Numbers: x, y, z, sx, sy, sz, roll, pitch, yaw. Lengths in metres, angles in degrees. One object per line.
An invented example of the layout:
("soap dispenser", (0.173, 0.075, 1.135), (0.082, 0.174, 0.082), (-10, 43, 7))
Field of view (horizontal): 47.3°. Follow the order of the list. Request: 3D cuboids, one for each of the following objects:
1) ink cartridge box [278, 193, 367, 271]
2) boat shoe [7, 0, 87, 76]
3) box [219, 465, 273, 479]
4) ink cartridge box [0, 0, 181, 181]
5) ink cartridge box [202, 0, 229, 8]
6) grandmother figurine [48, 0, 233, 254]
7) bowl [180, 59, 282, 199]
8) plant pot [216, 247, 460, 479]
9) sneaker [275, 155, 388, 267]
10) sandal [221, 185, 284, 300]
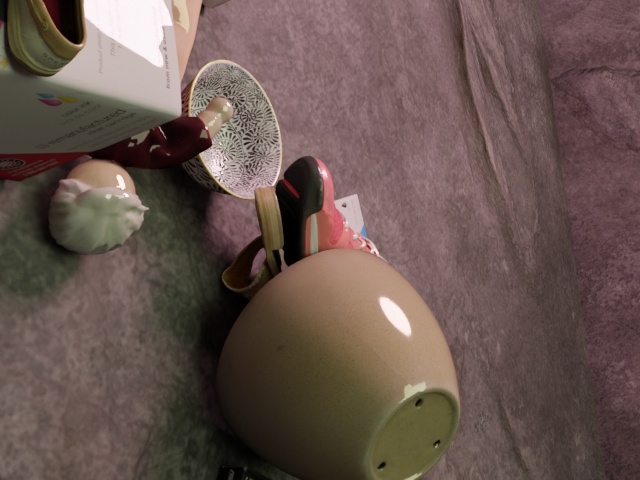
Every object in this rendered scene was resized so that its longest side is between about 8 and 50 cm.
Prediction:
("ink cartridge box", (0.000, 0.000, 1.065), (0.180, 0.060, 0.104), (-22, 100, -57))
("boat shoe", (-0.167, -0.171, 0.449), (0.050, 0.045, 0.135), (-8, 86, -58))
("box", (-0.069, 0.386, 0.858), (0.184, 0.045, 0.191), (44, 47, -40))
("ink cartridge box", (-0.285, -0.142, 0.512), (0.306, 0.226, 0.131), (3, 77, -56))
("ink cartridge box", (-0.153, -0.449, 0.923), (0.172, 0.100, 0.237), (27, 58, -51))
("grandmother figurine", (-0.193, -0.148, 0.749), (0.208, 0.104, 0.342), (14, 74, -8))
("bowl", (-0.128, -0.125, 0.886), (0.170, 0.080, 0.170), (21, 64, -53))
("plant pot", (0.050, 0.175, 0.845), (0.284, 0.191, 0.284), (-17, 121, -30))
("sneaker", (0.023, 0.021, 0.948), (0.116, 0.136, 0.314), (-124, -158, -51))
("sandal", (-0.086, 0.030, 0.908), (0.240, 0.079, 0.088), (88, -11, -48))
